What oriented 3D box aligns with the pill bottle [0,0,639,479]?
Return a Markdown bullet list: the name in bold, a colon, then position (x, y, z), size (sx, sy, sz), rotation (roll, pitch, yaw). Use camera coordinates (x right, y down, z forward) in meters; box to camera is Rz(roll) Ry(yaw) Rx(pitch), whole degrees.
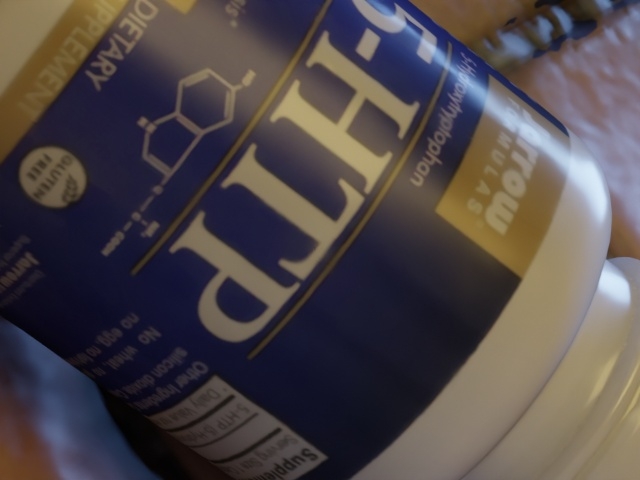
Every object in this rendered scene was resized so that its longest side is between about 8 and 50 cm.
- **pill bottle**: position (0.000, 0.000, 0.433), size (0.187, 0.112, 0.112), rotation (36, 47, -14)
